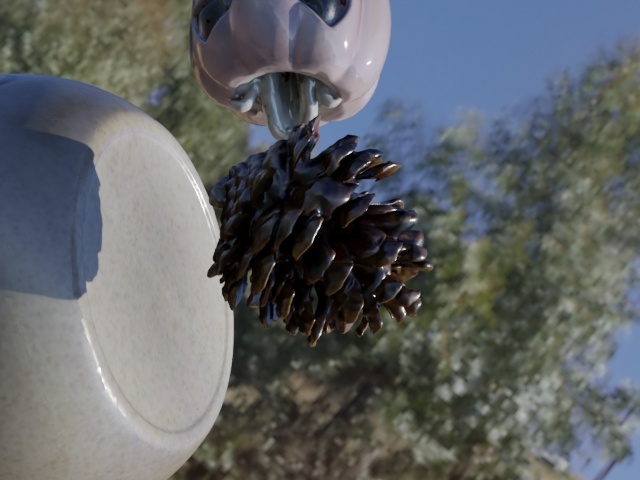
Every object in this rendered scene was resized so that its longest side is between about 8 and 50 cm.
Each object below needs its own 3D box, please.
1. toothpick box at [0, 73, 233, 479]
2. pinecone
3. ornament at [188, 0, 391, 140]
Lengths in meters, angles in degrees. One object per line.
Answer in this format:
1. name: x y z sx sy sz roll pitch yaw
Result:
1. toothpick box: -0.322 0.071 1.203 0.425 0.409 0.409 -9 -43 20
2. pinecone: 0.000 0.000 0.987 0.173 0.173 0.173 36 -20 15
3. ornament: -0.027 -0.170 1.173 0.177 0.177 0.177 36 -20 15
